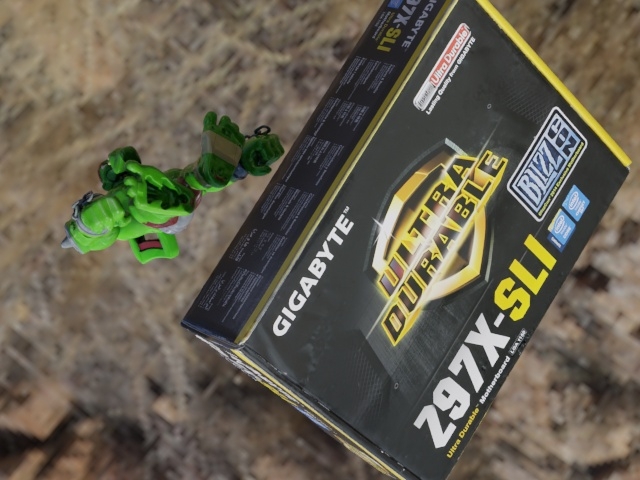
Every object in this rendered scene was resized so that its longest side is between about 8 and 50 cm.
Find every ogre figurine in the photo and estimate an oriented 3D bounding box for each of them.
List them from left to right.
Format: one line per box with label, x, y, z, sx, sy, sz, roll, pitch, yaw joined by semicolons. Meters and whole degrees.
ogre figurine;-0.132;-0.035;1.429;0.097;0.197;0.118;49;139;-12

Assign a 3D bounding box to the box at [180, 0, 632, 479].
box;0.076;-0.001;1.354;0.079;0.322;0.257;21;164;47
